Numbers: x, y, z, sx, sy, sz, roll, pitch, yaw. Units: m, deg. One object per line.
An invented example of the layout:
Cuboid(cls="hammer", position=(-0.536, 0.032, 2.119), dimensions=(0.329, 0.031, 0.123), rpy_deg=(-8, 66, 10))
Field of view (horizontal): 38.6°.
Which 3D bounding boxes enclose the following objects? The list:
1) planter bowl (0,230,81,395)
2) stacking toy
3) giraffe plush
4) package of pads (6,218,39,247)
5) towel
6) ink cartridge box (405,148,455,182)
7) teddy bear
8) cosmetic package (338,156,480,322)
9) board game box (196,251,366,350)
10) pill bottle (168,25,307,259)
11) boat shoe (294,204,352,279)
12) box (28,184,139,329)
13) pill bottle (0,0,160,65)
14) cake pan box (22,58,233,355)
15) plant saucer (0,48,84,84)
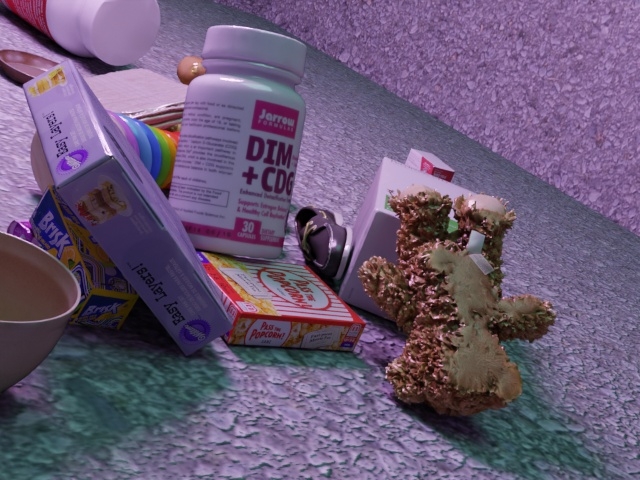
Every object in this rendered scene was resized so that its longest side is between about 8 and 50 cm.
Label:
Cuboid(cls="planter bowl", position=(-0.290, 0.067, 0.739), dimensions=(0.162, 0.109, 0.162), rpy_deg=(22, 18, -8))
Cuboid(cls="stacking toy", position=(-0.263, -0.120, 1.308), dimensions=(0.141, 0.141, 0.330), rpy_deg=(28, 13, 13))
Cuboid(cls="giraffe plush", position=(-0.222, -0.269, 1.706), dimensions=(0.181, 0.170, 0.210), rpy_deg=(36, 21, 34))
Cuboid(cls="package of pads", position=(-0.311, -0.003, 1.045), dimensions=(0.050, 0.032, 0.083), rpy_deg=(34, 20, 27))
Cuboid(cls="towel", position=(-0.315, -0.236, 1.546), dimensions=(0.187, 0.049, 0.282), rpy_deg=(-17, 30, -33))
Cuboid(cls="ink cartridge box", position=(0.201, -0.102, 1.840), dimensions=(0.056, 0.135, 0.099), rpy_deg=(10, 21, -30))
Cuboid(cls="teddy bear", position=(0.167, 0.069, 1.158), dimensions=(0.245, 0.113, 0.338), rpy_deg=(-3, 59, -21))
Cuboid(cls="cosmetic package", position=(0.151, 0.004, 1.433), dimensions=(0.197, 0.155, 0.365), rpy_deg=(21, 19, -2))
Cuboid(cls="board game box", position=(-0.061, 0.075, 1.123), dimensions=(0.193, 0.045, 0.147), rpy_deg=(9, 23, -41))
Cuboid(cls="pill bottle", position=(-0.106, -0.126, 1.199), dimensions=(0.160, 0.283, 0.160), rpy_deg=(9, 1, 0))
Cuboid(cls="boat shoe", position=(0.000, 0.000, 1.378), dimensions=(0.068, 0.081, 0.228), rpy_deg=(18, 11, -10))
Cuboid(cls="box", position=(-0.254, 0.016, 0.971), dimensions=(0.059, 0.054, 0.169), rpy_deg=(13, 31, -44))
Cuboid(cls="pill bottle", position=(-0.537, -0.540, 1.990), dimensions=(0.407, 0.229, 0.229), rpy_deg=(36, 21, 33))
Cuboid(cls="cake pan box", position=(-0.203, -0.035, 0.975), dimensions=(0.267, 0.070, 0.246), rpy_deg=(61, -2, -41))
Cuboid(cls="plant saucer", position=(-0.509, -0.302, 1.667), dimensions=(0.168, 0.029, 0.168), rpy_deg=(22, 17, -7))
